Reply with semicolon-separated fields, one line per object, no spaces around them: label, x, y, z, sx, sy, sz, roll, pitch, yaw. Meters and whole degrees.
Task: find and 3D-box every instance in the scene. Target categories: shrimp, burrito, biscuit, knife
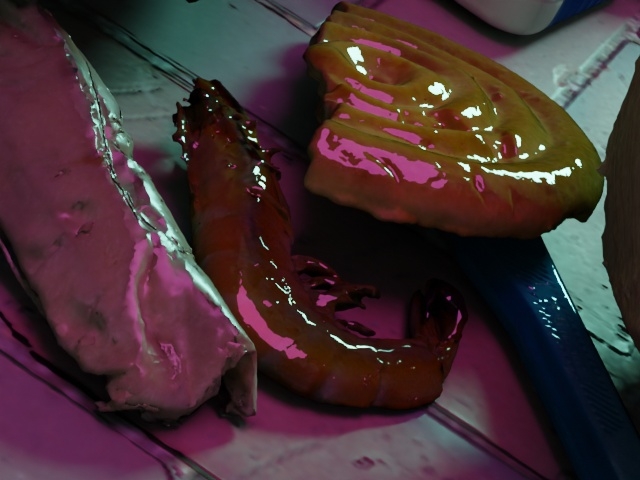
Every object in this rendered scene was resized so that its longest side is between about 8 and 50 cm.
shrimp;0.001;-0.001;0.741;0.124;0.034;0.178;14;35;-26
burrito;-0.095;-0.024;0.685;0.229;0.063;0.058;57;1;28
biscuit;0.058;-0.052;0.816;0.144;0.033;0.224;19;22;-2
knife;0.095;0.052;0.743;0.044;0.026;0.296;9;36;-23

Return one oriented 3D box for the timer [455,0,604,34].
timer;0.065;-0.225;1.078;0.253;0.078;0.178;36;31;15

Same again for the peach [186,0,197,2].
peach;-0.111;-0.282;0.771;0.335;0.310;0.406;32;22;23

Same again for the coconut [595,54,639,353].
coconut;0.277;-0.018;0.709;0.346;0.360;0.346;25;3;-1
